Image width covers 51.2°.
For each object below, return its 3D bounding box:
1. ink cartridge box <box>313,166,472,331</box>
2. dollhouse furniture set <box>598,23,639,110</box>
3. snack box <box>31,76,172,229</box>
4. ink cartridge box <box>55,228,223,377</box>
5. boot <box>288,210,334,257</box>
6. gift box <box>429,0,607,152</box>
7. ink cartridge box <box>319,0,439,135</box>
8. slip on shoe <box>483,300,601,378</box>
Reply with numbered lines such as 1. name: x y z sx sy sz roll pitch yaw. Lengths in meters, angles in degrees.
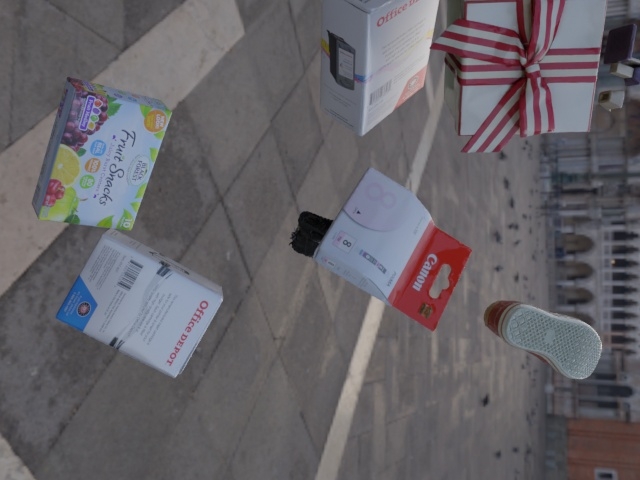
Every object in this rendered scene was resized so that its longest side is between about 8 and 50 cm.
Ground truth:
1. ink cartridge box: 0.132 0.011 1.112 0.189 0.232 0.066 -58 174 -29
2. dollhouse furniture set: 0.383 -0.188 0.734 0.114 0.081 0.091 -170 -90 -66
3. snack box: -0.223 -0.084 0.681 0.100 0.037 0.141 7 117 -40
4. ink cartridge box: -0.273 0.095 1.030 0.148 0.203 0.086 -59 -169 2
5. boot: 0.000 0.001 1.262 0.099 0.121 0.045 108 8 -53
6. gift box: 0.324 -0.308 1.168 0.258 0.276 0.255 -88 170 -64
7. ink cartridge box: 0.116 -0.400 1.345 0.226 0.131 0.306 -40 152 -26
8. slip on shoe: 0.475 0.202 1.406 0.331 0.101 0.123 24 91 -29
